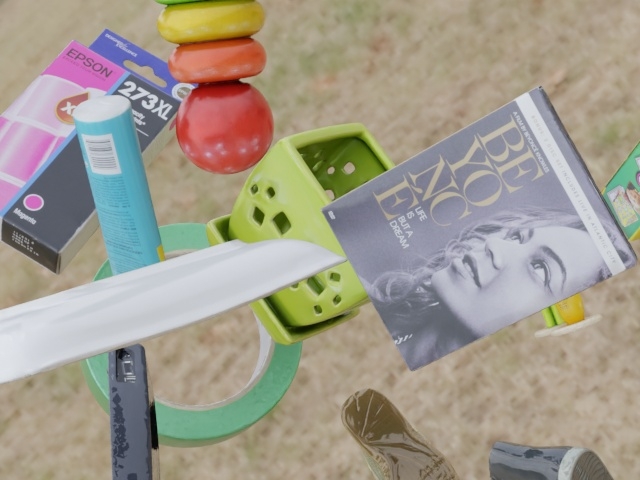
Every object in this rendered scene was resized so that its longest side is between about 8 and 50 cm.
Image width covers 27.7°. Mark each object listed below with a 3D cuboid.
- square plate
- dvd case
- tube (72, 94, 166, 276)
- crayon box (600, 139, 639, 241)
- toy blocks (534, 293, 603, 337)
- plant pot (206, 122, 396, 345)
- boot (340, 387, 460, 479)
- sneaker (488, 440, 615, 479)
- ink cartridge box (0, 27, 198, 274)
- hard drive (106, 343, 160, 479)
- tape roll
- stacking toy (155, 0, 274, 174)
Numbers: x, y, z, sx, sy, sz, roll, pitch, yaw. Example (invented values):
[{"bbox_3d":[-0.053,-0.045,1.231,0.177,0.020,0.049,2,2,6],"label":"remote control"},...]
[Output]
[{"bbox_3d":[-0.208,0.068,0.962,0.344,0.049,0.347,-17,1,36],"label":"square plate"},{"bbox_3d":[0.128,-0.005,1.087,0.221,0.164,0.018,-29,0,25],"label":"dvd case"},{"bbox_3d":[-0.183,-0.032,1.206,0.080,0.207,0.052,22,42,39],"label":"tube"},{"bbox_3d":[0.624,-0.160,1.911,0.313,0.106,0.363,-17,-22,-18],"label":"crayon box"},{"bbox_3d":[0.223,0.020,1.298,0.054,0.148,0.123,-19,-4,-5],"label":"toy blocks"},{"bbox_3d":[0.000,0.000,1.694,0.207,0.228,0.227,-39,-10,30],"label":"plant pot"},{"bbox_3d":[0.139,0.339,1.776,0.095,0.203,0.262,-38,56,-4],"label":"boot"},{"bbox_3d":[0.277,0.299,1.448,0.118,0.222,0.083,7,46,45],"label":"sneaker"},{"bbox_3d":[-0.303,-0.138,1.662,0.371,0.176,0.069,-56,-7,-36],"label":"ink cartridge box"},{"bbox_3d":[-0.233,0.263,1.620,0.054,0.172,0.254,-4,63,-5],"label":"hard drive"},{"bbox_3d":[-0.188,0.136,1.882,0.321,0.321,0.077,-49,-1,-23],"label":"tape roll"},{"bbox_3d":[-0.097,-0.224,1.160,0.141,0.330,0.141,-7,10,1],"label":"stacking toy"}]
